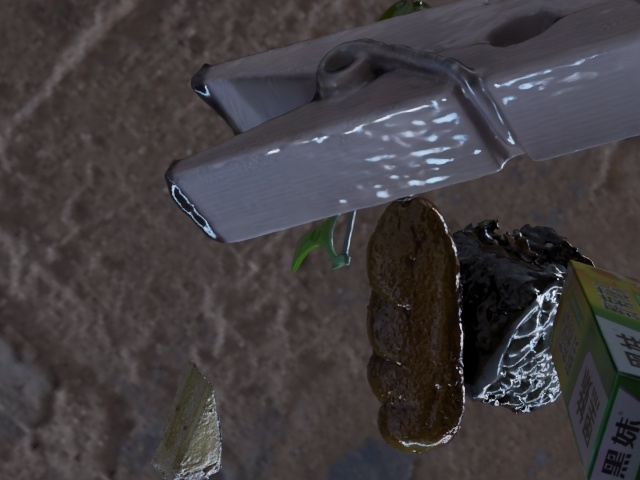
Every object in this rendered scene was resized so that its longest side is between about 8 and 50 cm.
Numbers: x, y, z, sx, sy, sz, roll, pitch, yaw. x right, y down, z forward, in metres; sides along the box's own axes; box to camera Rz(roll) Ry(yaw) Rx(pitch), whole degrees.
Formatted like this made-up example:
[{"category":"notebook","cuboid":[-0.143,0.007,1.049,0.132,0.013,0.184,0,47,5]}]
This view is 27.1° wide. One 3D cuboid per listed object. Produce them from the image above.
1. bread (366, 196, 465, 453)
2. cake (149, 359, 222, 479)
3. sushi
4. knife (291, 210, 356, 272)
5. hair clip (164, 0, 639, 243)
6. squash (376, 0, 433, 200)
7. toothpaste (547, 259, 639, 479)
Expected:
[{"category":"bread","cuboid":[0.112,0.079,1.539,0.124,0.344,0.084,1,-171,22]},{"category":"cake","cuboid":[-0.127,0.178,1.277,0.065,0.121,0.052,-18,-142,-30]},{"category":"sushi","cuboid":[0.240,0.086,1.705,0.207,0.348,0.234,39,-89,30]},{"category":"knife","cuboid":[-0.002,-0.001,1.227,0.166,0.022,0.078,-27,-136,67]},{"category":"hair clip","cuboid":[0.055,-0.081,0.757,0.330,0.085,0.101,-12,-143,36]},{"category":"squash","cuboid":[0.078,-0.140,1.262,0.095,0.095,0.188,-103,-156,-61]},{"category":"toothpaste","cuboid":[0.117,0.049,0.523,0.178,0.037,0.043,-63,170,-77]}]
